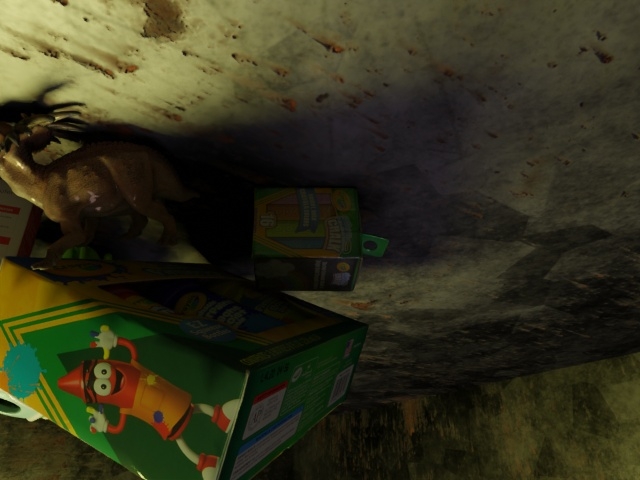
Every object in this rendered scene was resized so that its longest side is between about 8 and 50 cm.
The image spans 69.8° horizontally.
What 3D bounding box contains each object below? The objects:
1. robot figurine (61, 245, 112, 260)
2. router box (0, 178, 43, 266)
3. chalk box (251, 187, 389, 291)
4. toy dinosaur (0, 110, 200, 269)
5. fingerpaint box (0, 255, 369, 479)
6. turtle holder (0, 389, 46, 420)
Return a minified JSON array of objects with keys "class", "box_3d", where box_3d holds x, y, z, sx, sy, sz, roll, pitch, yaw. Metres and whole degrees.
[{"class":"robot figurine","box_3d":[-0.459,0.053,0.893,0.101,0.067,0.115,-5,153,-11]},{"class":"router box","box_3d":[-0.595,0.036,0.611,0.336,0.301,0.082,11,150,-20]},{"class":"chalk box","box_3d":[0.000,0.000,0.750,0.213,0.132,0.132,0,151,-4]},{"class":"toy dinosaur","box_3d":[-0.292,-0.086,0.604,0.296,0.200,0.127,-11,-164,-32]},{"class":"fingerpaint box","box_3d":[-0.171,0.153,0.701,0.371,0.163,0.445,18,-178,22]},{"class":"turtle holder","box_3d":[-0.478,0.211,0.796,0.243,0.320,0.227,-26,-151,-36]}]
